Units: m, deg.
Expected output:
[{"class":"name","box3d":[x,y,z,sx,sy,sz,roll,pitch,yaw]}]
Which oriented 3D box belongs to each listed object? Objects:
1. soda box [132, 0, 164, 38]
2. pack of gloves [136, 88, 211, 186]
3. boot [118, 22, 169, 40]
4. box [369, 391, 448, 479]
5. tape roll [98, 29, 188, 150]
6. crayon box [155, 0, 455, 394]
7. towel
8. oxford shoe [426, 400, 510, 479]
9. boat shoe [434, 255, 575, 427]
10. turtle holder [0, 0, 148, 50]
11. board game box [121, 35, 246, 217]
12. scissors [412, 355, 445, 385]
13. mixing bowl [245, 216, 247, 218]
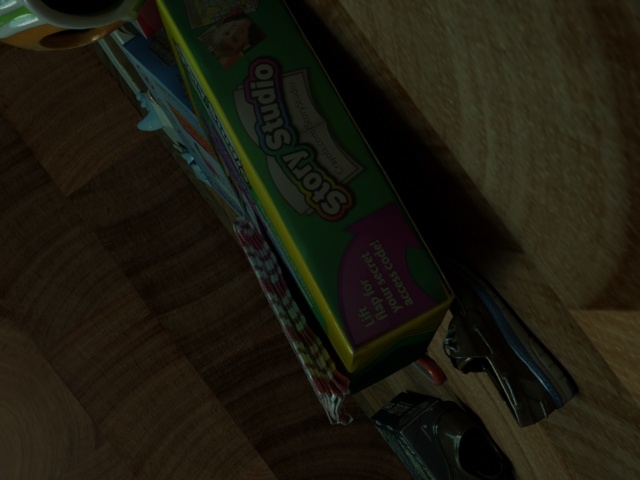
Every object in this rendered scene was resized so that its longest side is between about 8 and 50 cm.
[{"class":"soda box","box3d":[-0.229,-0.353,1.092,0.092,0.083,0.263,48,171,33]},{"class":"pack of gloves","box3d":[-0.262,-0.167,1.699,0.195,0.046,0.232,56,171,-14]},{"class":"boot","box3d":[-0.252,-0.357,1.320,0.137,0.077,0.198,25,154,44]},{"class":"box","box3d":[0.256,0.450,1.718,0.395,0.097,0.318,53,174,2]},{"class":"tape roll","box3d":[-0.308,-0.316,1.732,0.392,0.072,0.392,51,171,11]},{"class":"crayon box","box3d":[-0.016,-0.048,0.941,0.363,0.106,0.313,61,173,13]},{"class":"towel","box3d":[-0.023,0.079,0.946,0.197,0.029,0.144,61,174,20]},{"class":"oxford shoe","box3d":[0.235,0.342,1.437,0.227,0.083,0.096,56,167,-25]},{"class":"boat shoe","box3d":[0.148,0.091,0.907,0.183,0.066,0.066,49,171,28]},{"class":"turtle holder","box3d":[-0.227,-0.316,0.850,0.243,0.320,0.227,17,-160,-42]},{"class":"board game box","box3d":[-0.126,-0.138,1.409,0.308,0.086,0.302,44,168,48]},{"class":"scissors","box3d":[0.101,0.136,1.519,0.109,0.021,0.297,55,170,-26]},{"class":"mixing bowl","box3d":[0.000,0.000,1.181,0.181,0.098,0.181,39,173,6]}]
